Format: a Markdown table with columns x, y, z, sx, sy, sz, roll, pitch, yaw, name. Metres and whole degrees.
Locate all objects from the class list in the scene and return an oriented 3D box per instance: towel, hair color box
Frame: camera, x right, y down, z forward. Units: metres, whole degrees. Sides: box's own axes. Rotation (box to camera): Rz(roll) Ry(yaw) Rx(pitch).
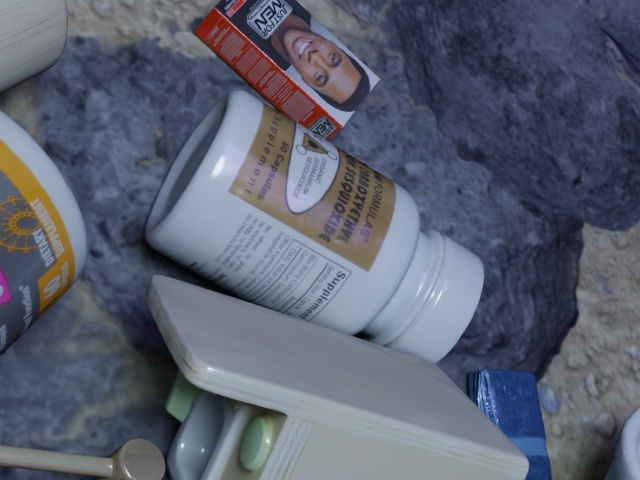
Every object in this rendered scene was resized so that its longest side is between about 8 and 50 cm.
| x | y | z | sx | sy | sz | roll | pitch | yaw | name |
| --- | --- | --- | --- | --- | --- | --- | --- | --- | --- |
| 0.155 | 0.161 | 0.952 | 0.067 | 0.029 | 0.119 | 7 | 65 | -29 | towel |
| -0.027 | -0.152 | 0.975 | 0.141 | 0.043 | 0.072 | 42 | 53 | -9 | hair color box |

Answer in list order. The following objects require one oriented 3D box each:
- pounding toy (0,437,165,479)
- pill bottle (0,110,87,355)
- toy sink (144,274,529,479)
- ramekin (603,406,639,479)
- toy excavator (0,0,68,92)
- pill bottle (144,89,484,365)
| x | y | z | sx | sy | sz | roll | pitch | yaw | name |
| --- | --- | --- | --- | --- | --- | --- | --- | --- | --- |
| -0.174 | 0.204 | 0.704 | 0.181 | 0.094 | 0.206 | 46 | 44 | 1 | pounding toy |
| -0.276 | 0.047 | 0.664 | 0.162 | 0.162 | 0.278 | 45 | 54 | -6 | pill bottle |
| -0.016 | 0.136 | 0.763 | 0.234 | 0.153 | 0.131 | 20 | 101 | -25 | toy sink |
| 0.319 | 0.256 | 0.875 | 0.277 | 0.135 | 0.277 | 20 | 25 | -10 | ramekin |
| -0.351 | -0.346 | 0.778 | 0.433 | 0.445 | 0.222 | 26 | 46 | 32 | toy excavator |
| 0.000 | 0.000 | 0.868 | 0.229 | 0.131 | 0.131 | 30 | 57 | -16 | pill bottle |
